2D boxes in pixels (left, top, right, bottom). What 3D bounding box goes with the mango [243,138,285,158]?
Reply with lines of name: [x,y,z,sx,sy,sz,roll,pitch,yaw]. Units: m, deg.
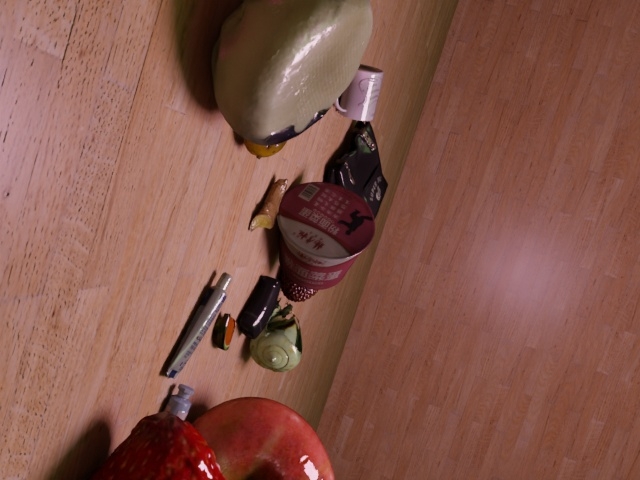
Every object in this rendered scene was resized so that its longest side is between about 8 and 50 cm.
mango: [-0.087,-0.223,0.981,0.103,0.076,0.160,52,49,-68]

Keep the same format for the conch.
conch: [-0.104,0.229,1.450,0.137,0.143,0.250,-31,-152,32]

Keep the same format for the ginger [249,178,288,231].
ginger: [-0.106,-0.071,1.184,0.137,0.044,0.057,-66,148,-27]

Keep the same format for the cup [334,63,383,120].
cup: [0.101,-0.386,1.459,0.136,0.099,0.133,-49,155,-61]

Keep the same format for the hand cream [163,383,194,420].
hand cream: [-0.285,0.354,1.038,0.065,0.043,0.170,48,64,-75]

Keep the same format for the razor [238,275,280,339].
razor: [-0.141,0.159,1.330,0.090,0.054,0.148,95,19,-58]

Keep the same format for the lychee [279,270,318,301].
lychee: [-0.052,0.103,1.491,0.129,0.123,0.123,-50,165,-3]

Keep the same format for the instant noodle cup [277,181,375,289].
instant noodle cup: [0.000,0.000,1.348,0.178,0.235,0.234,107,10,-51]

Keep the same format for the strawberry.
strawberry: [-0.259,0.448,0.806,0.291,0.292,0.309,-51,130,-56]

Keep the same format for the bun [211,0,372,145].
bun: [-0.060,-0.283,0.819,0.283,0.179,0.283,-48,170,-12]

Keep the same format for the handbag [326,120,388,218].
handbag: [0.110,-0.188,1.715,0.288,0.152,0.342,75,34,-47]

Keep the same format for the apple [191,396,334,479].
apple: [-0.149,0.514,1.159,0.364,0.364,0.363,19,90,-77]

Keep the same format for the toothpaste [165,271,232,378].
toothpaste: [-0.223,0.156,1.030,0.216,0.037,0.062,-63,166,-17]

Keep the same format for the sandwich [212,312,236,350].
sandwich: [-0.205,0.197,1.189,0.101,0.026,0.069,85,23,-67]
